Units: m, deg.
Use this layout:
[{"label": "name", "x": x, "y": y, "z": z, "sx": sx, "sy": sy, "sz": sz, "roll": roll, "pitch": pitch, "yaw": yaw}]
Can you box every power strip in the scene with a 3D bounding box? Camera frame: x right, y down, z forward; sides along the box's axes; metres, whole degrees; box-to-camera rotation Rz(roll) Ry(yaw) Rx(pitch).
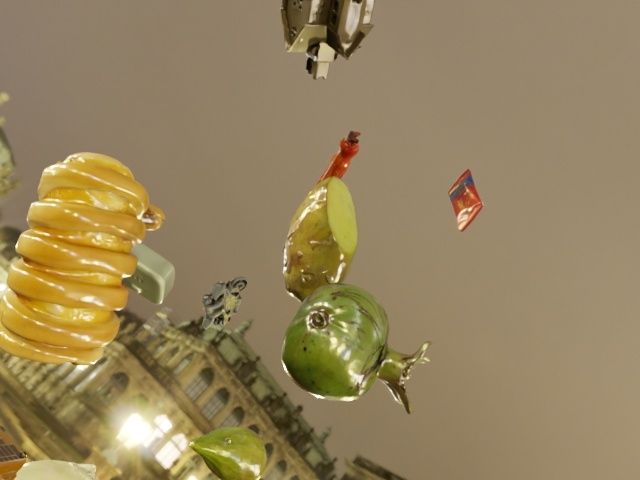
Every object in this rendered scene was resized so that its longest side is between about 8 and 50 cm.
[{"label": "power strip", "x": -0.422, "y": 0.041, "z": 1.191, "sx": 0.264, "sy": 0.059, "sz": 0.194, "roll": 32, "pitch": -34, "yaw": 3}]

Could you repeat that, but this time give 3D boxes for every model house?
[{"label": "model house", "x": 0.023, "y": -0.524, "z": 1.490, "sx": 0.204, "sy": 0.211, "sz": 0.244, "roll": 52, "pitch": -38, "yaw": 41}]

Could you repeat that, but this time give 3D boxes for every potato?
[{"label": "potato", "x": 0.000, "y": 0.000, "z": 1.311, "sx": 0.176, "sy": 0.299, "sz": 0.141, "roll": 7, "pitch": -4, "yaw": 36}]

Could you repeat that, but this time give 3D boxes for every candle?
[{"label": "candle", "x": 0.017, "y": -0.136, "z": 1.419, "sx": 0.329, "sy": 0.051, "sz": 0.048, "roll": -56, "pitch": -140, "yaw": 43}]

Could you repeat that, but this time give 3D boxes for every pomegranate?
[{"label": "pomegranate", "x": 0.049, "y": 0.145, "z": 0.749, "sx": 0.191, "sy": 0.152, "sz": 0.131, "roll": 32, "pitch": -19, "yaw": -3}]

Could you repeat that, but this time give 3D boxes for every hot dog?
[{"label": "hot dog", "x": -0.598, "y": -0.081, "z": 2.000, "sx": 0.140, "sy": 0.090, "sz": 0.060, "roll": 12, "pitch": -18, "yaw": 10}]

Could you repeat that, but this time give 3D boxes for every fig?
[{"label": "fig", "x": -0.246, "y": 0.588, "z": 1.636, "sx": 0.167, "sy": 0.167, "sz": 0.234, "roll": 12, "pitch": -43, "yaw": 46}]

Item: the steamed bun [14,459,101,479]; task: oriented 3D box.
[{"label": "steamed bun", "x": -0.576, "y": 0.661, "z": 1.258, "sx": 0.312, "sy": 0.232, "sz": 0.334, "roll": -114, "pitch": -161, "yaw": -62}]

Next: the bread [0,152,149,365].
[{"label": "bread", "x": -0.349, "y": 0.027, "z": 0.846, "sx": 0.121, "sy": 0.312, "sz": 0.172, "roll": 13, "pitch": -2, "yaw": 44}]

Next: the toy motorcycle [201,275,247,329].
[{"label": "toy motorcycle", "x": -0.281, "y": 0.175, "z": 1.628, "sx": 0.061, "sy": 0.124, "sz": 0.194, "roll": 53, "pitch": -53, "yaw": 37}]

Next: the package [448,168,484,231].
[{"label": "package", "x": 0.347, "y": -0.100, "z": 1.404, "sx": 0.022, "sy": 0.200, "sz": 0.083, "roll": 32, "pitch": -62, "yaw": -16}]

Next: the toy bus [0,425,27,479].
[{"label": "toy bus", "x": -0.604, "y": 0.389, "z": 1.017, "sx": 0.114, "sy": 0.098, "sz": 0.201, "roll": 45, "pitch": -16, "yaw": 9}]
